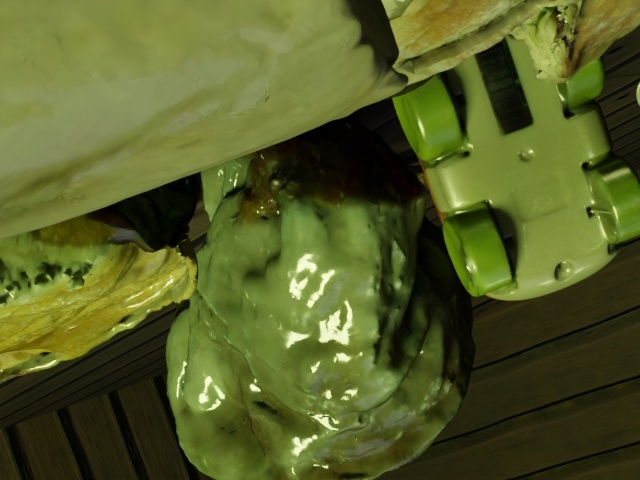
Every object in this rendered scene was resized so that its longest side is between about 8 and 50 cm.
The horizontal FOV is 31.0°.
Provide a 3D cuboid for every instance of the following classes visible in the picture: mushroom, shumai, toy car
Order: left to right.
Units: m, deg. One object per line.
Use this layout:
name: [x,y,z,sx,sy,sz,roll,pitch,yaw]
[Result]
mushroom: [-0.150,-0.058,0.371,0.407,0.138,0.154,-20,168,-15]
shumai: [-0.028,0.029,0.949,0.304,0.309,0.263,-38,143,-13]
toy car: [0.141,-0.072,0.921,0.145,0.235,0.235,-21,173,-2]

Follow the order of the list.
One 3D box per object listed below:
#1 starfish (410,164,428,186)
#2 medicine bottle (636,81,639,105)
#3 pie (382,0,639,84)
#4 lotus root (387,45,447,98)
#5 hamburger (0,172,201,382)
starfish: [0.000,0.004,1.403,0.312,0.113,0.303,-28,177,21]
medicine bottle: [0.462,-0.197,1.516,0.089,0.057,0.057,-15,170,-43]
pie: [0.149,-0.178,0.545,0.337,0.075,0.337,-28,163,-9]
lotus root: [0.029,-0.121,0.668,0.089,0.081,0.179,-24,172,26]
hamburger: [-0.210,0.008,0.722,0.265,0.134,0.285,-23,167,30]
